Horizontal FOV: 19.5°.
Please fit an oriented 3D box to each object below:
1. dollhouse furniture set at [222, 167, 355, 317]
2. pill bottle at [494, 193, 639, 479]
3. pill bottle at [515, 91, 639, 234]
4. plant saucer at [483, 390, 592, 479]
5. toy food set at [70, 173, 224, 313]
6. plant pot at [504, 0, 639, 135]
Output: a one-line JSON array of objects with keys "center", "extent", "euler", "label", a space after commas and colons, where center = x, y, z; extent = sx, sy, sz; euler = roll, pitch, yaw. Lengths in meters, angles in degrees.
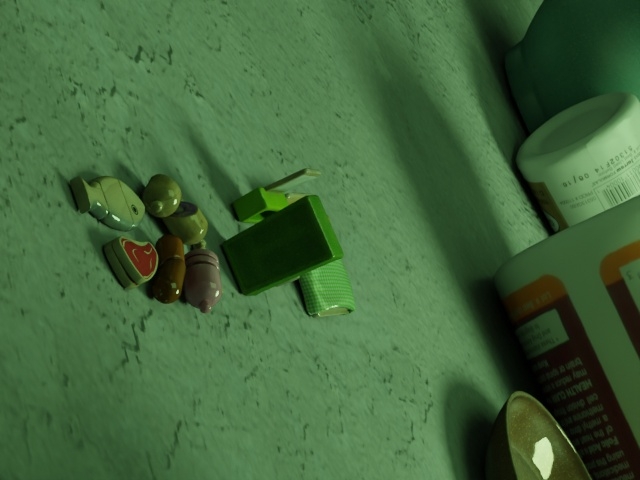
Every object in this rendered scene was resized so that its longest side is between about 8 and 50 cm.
[{"center": [0.000, 0.000, 1.069], "extent": [0.076, 0.058, 0.151], "euler": [67, 18, 9], "label": "dollhouse furniture set"}, {"center": [0.312, 0.157, 1.455], "extent": [0.392, 0.224, 0.224], "euler": [66, 18, 7], "label": "pill bottle"}, {"center": [0.295, -0.016, 1.790], "extent": [0.229, 0.131, 0.131], "euler": [59, 19, -15], "label": "pill bottle"}, {"center": [0.161, 0.201, 1.280], "extent": [0.198, 0.036, 0.198], "euler": [53, 22, -32], "label": "plant saucer"}, {"center": [-0.076, 0.001, 0.921], "extent": [0.078, 0.019, 0.122], "euler": [66, 18, 7], "label": "toy food set"}, {"center": [0.313, -0.162, 1.932], "extent": [0.293, 0.196, 0.293], "euler": [54, 20, -30], "label": "plant pot"}]
